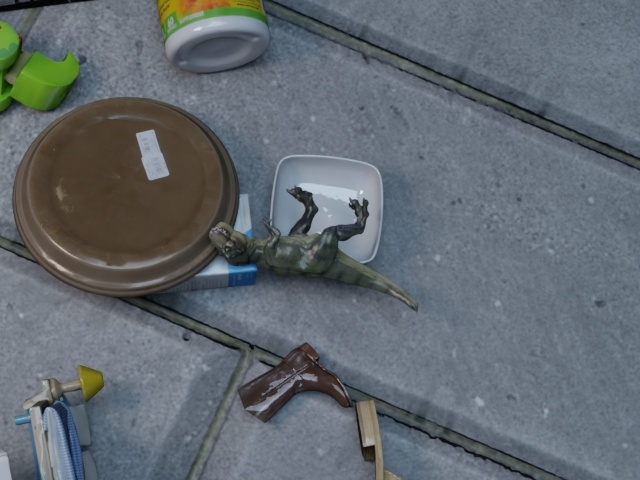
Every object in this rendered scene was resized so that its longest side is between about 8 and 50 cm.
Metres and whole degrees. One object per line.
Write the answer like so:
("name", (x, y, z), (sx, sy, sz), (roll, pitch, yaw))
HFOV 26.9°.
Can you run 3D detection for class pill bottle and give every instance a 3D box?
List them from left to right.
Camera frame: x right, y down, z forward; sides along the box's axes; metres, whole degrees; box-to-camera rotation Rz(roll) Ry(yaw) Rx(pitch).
("pill bottle", (-0.153, -0.355, 1.738), (0.136, 0.136, 0.245), (-9, 74, -9))

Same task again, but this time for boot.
("boot", (-0.032, 0.194, 1.634), (0.114, 0.037, 0.106), (-35, 67, -18))

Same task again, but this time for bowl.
("bowl", (0.007, -0.034, 1.700), (0.142, 0.053, 0.142), (6, 73, -3))

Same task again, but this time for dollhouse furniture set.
("dollhouse furniture set", (-0.215, 0.280, 1.459), (0.198, 0.286, 0.303), (-10, 86, -9))

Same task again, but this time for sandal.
("sandal", (0.098, 0.302, 1.589), (0.079, 0.088, 0.240), (-8, 69, -2))

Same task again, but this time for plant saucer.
("plant saucer", (-0.237, -0.063, 1.632), (0.278, 0.041, 0.278), (2, 63, -3))

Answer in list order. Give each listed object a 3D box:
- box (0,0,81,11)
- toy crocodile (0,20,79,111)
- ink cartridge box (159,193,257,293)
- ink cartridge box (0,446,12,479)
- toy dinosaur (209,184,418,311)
("box", (-0.386, -0.387, 1.754), (0.180, 0.077, 0.147), (-10, 75, -9))
("toy crocodile", (-0.473, -0.256, 1.689), (0.341, 0.115, 0.105), (22, 53, -1))
("ink cartridge box", (-0.174, 0.007, 1.665), (0.180, 0.060, 0.104), (-6, 73, -7))
("ink cartridge box", (-0.449, 0.329, 1.380), (0.270, 0.198, 0.197), (-11, 93, -21))
("toy dinosaur", (0.000, 0.000, 1.634), (0.268, 0.064, 0.118), (15, 75, -6))
